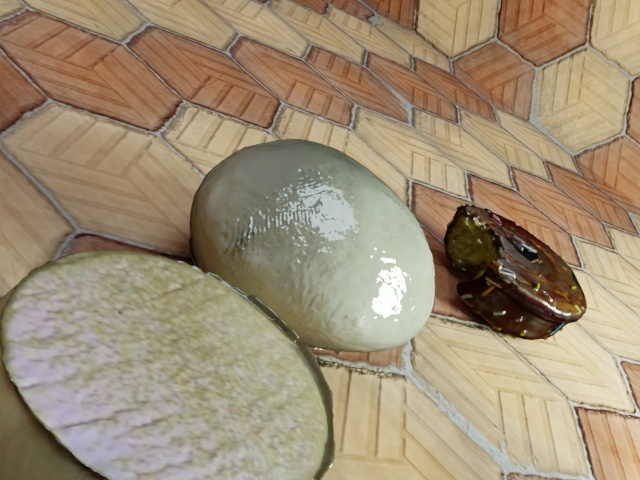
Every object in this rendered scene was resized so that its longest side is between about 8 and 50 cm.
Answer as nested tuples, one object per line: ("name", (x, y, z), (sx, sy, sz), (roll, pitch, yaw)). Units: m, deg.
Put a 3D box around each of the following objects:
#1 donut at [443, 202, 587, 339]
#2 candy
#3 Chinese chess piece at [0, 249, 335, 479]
("donut", (0.272, 0.051, 1.230), (0.216, 0.096, 0.230), (18, 29, -35))
("candy", (0.000, 0.000, 0.902), (0.295, 0.185, 0.295), (24, 22, -11))
("Chinese chess piece", (-0.121, 0.123, 0.621), (0.270, 0.112, 0.270), (26, 27, -14))
